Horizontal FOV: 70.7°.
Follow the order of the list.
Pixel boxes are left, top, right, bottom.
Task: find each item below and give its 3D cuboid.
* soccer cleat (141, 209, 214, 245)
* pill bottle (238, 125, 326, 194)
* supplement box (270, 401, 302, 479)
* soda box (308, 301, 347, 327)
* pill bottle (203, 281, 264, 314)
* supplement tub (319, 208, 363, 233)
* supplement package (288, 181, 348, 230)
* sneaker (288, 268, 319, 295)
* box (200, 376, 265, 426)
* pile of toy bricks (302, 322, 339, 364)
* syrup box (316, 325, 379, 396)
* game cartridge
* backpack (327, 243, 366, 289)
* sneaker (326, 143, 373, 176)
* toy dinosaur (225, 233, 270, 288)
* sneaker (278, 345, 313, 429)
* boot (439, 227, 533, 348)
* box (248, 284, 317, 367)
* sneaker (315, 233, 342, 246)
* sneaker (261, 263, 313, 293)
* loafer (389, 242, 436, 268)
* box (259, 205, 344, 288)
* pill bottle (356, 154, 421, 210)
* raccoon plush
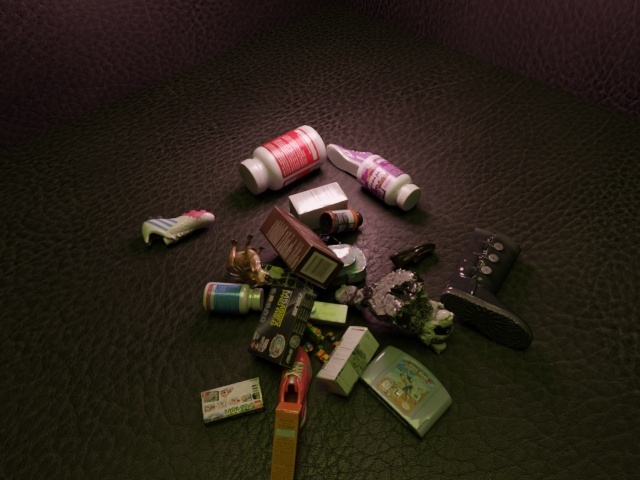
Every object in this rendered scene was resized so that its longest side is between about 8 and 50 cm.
[{"bbox_3d":[-0.650,-0.047,2.074,0.332,0.116,0.143,-9,66,-2],"label":"soccer cleat"},{"bbox_3d":[-0.191,-0.395,2.259,0.408,0.228,0.229,-32,56,-23],"label":"pill bottle"},{"bbox_3d":[-0.107,0.630,1.396,0.080,0.078,0.233,3,89,6],"label":"supplement box"},{"bbox_3d":[-0.003,0.285,1.767,0.216,0.069,0.073,7,63,9],"label":"soda box"},{"bbox_3d":[-0.342,0.232,1.798,0.222,0.124,0.124,2,50,5],"label":"pill bottle"},{"bbox_3d":[0.099,-0.088,2.039,0.198,0.106,0.106,-7,44,-39],"label":"supplement tub"},{"bbox_3d":[-0.009,-0.152,2.103,0.244,0.139,0.133,-18,51,-15],"label":"supplement package"},{"bbox_3d":[-0.061,0.157,1.885,0.078,0.067,0.188,-23,56,-27],"label":"sneaker"},{"bbox_3d":[-0.306,0.561,1.572,0.207,0.036,0.114,-12,50,-8],"label":"box"},{"bbox_3d":[-0.017,0.360,1.687,0.118,0.105,0.212,-38,58,-26],"label":"pile of toy bricks"},{"bbox_3d":[0.101,0.426,1.612,0.096,0.093,0.236,-7,35,48],"label":"syrup box"},{"bbox_3d":[0.299,0.513,1.580,0.198,0.062,0.297,-39,58,-22],"label":"game cartridge"},{"bbox_3d":[0.099,0.100,1.883,0.189,0.144,0.165,-5,44,-8],"label":"backpack"},{"bbox_3d":[0.171,-0.435,2.376,0.282,0.102,0.161,39,54,22],"label":"sneaker"},{"bbox_3d":[-0.324,0.097,1.847,0.296,0.127,0.200,-8,56,49],"label":"toy dinosaur"},{"bbox_3d":[-0.085,0.489,1.559,0.116,0.136,0.313,0,49,1],"label":"sneaker"},{"bbox_3d":[0.717,0.172,1.812,0.367,0.146,0.445,32,47,12],"label":"boot"},{"bbox_3d":[-0.142,0.303,1.638,0.216,0.060,0.269,2,67,51],"label":"box"},{"bbox_3d":[0.000,0.000,2.003,0.233,0.090,0.081,23,54,20],"label":"sneaker"},{"bbox_3d":[-0.136,0.168,1.844,0.279,0.118,0.107,19,77,29],"label":"sneaker"},{"bbox_3d":[0.404,0.068,1.950,0.220,0.080,0.078,-17,84,-14],"label":"loafer"},{"bbox_3d":[-0.086,0.021,1.837,0.143,0.191,0.381,-53,37,9],"label":"box"},{"bbox_3d":[0.331,-0.273,2.172,0.169,0.169,0.302,-34,55,-24],"label":"pill bottle"},{"bbox_3d":[0.311,0.267,1.755,0.447,0.299,0.216,11,60,54],"label":"raccoon plush"}]
